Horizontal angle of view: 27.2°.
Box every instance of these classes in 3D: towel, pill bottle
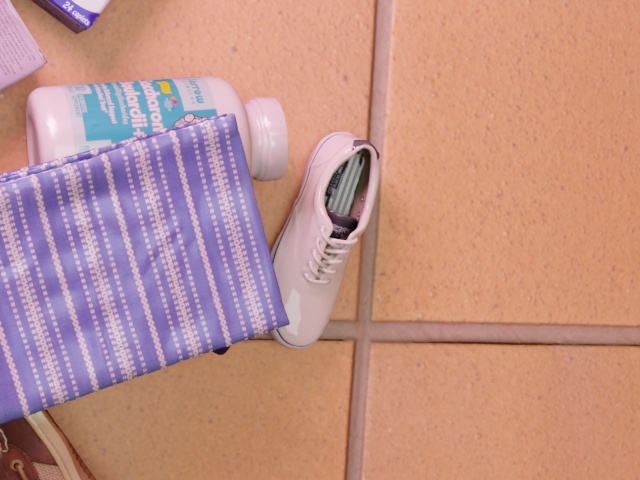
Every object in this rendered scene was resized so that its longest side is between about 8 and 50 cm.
[{"bbox_3d":[-0.211,0.028,1.315,0.336,0.040,0.243,-18,107,-16],"label":"towel"},{"bbox_3d":[-0.172,-0.099,1.404,0.264,0.146,0.146,-7,96,-19],"label":"pill bottle"}]

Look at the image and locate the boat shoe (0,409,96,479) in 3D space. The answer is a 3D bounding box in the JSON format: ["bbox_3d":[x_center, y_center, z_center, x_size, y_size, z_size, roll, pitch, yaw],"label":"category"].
[{"bbox_3d":[-0.322,0.242,1.397,0.123,0.123,0.342,-35,110,-14],"label":"boat shoe"}]

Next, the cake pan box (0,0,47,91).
[{"bbox_3d":[-0.444,-0.220,1.328,0.246,0.070,0.266,-36,105,-19],"label":"cake pan box"}]

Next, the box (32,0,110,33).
[{"bbox_3d":[-0.263,-0.311,1.395,0.126,0.072,0.137,36,82,-19],"label":"box"}]

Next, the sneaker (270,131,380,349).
[{"bbox_3d":[0.000,0.000,1.499,0.094,0.091,0.258,13,90,-19],"label":"sneaker"}]

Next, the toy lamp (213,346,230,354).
[{"bbox_3d":[-0.228,0.062,1.437,0.275,0.080,0.080,16,89,-22],"label":"toy lamp"}]
